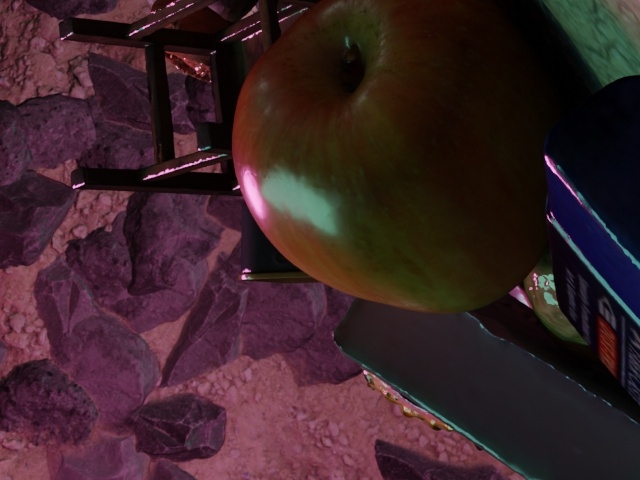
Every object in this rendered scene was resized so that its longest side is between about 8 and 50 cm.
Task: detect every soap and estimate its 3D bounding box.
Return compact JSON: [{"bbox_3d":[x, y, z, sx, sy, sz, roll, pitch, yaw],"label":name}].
[{"bbox_3d":[0.178,0.129,1.616,0.296,0.107,0.285,33,-172,13],"label":"soap"}]

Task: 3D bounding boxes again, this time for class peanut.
[{"bbox_3d":[0.223,0.046,1.487,0.108,0.095,0.226,25,169,18],"label":"peanut"}]

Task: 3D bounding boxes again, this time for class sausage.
[{"bbox_3d":[-0.083,-0.216,2.114,0.079,0.087,0.326,31,-165,37],"label":"sausage"}]

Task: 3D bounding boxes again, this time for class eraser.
[{"bbox_3d":[0.225,0.023,1.193,0.155,0.101,0.332,53,177,21],"label":"eraser"}]

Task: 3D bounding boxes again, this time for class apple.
[{"bbox_3d":[0.068,-0.069,1.374,0.241,0.242,0.242,44,-175,-47],"label":"apple"}]

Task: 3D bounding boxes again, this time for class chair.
[{"bbox_3d":[-0.030,-0.151,1.914,0.240,0.416,0.203,-18,75,47],"label":"chair"}]

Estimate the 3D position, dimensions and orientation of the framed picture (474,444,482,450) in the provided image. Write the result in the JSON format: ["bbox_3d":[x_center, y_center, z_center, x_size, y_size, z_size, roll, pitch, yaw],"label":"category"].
[{"bbox_3d":[0.149,0.062,2.164,0.324,0.013,0.244,58,-147,-45],"label":"framed picture"}]

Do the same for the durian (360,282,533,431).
[{"bbox_3d":[0.168,0.085,1.877,0.191,0.112,0.341,34,136,11],"label":"durian"}]

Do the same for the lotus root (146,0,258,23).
[{"bbox_3d":[-0.142,-0.355,2.084,0.175,0.175,0.349,54,171,20],"label":"lotus root"}]

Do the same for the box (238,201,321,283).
[{"bbox_3d":[0.000,0.000,2.001,0.201,0.144,0.090,10,-101,-73],"label":"box"}]
